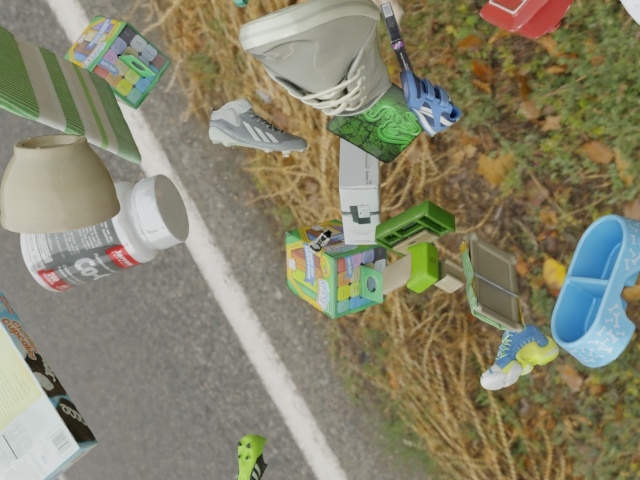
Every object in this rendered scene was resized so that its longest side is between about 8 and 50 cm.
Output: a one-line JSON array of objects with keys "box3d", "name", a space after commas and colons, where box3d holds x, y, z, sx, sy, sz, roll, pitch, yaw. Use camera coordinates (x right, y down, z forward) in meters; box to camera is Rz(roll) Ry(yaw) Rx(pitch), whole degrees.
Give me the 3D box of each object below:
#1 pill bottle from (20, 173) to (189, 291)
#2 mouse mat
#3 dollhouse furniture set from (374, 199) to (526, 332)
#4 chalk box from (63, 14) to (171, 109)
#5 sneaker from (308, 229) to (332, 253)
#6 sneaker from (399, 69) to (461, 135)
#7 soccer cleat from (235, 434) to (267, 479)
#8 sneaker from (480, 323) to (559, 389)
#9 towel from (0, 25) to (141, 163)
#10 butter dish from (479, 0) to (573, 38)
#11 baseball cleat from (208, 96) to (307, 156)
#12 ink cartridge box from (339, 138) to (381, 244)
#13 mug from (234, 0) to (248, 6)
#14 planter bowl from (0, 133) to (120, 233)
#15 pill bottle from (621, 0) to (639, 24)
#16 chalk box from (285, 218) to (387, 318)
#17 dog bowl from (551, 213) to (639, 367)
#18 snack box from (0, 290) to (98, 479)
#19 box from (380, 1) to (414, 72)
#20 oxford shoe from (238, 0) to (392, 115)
[{"box3d": [-0.407, -0.016, 1.562, 0.283, 0.161, 0.161, -18, 103, 12], "name": "pill bottle"}, {"box3d": [0.122, -0.236, 1.612, 0.152, 0.190, 0.007, -45, 43, 25], "name": "mouse mat"}, {"box3d": [0.271, 0.081, 1.718, 0.301, 0.197, 0.151, 28, 140, -30], "name": "dollhouse furniture set"}, {"box3d": [-0.413, -0.366, 1.691, 0.132, 0.132, 0.213, 40, 173, -39], "name": "chalk box"}, {"box3d": [0.000, 0.000, 1.897, 0.032, 0.083, 0.037, 38, 127, 2], "name": "sneaker"}, {"box3d": [0.161, -0.212, 1.214, 0.059, 0.144, 0.053, -18, 60, 24], "name": "sneaker"}, {"box3d": [-0.142, 0.483, 1.658, 0.060, 0.072, 0.179, 6, 85, 38], "name": "soccer cleat"}, {"box3d": [0.468, 0.278, 2.024, 0.126, 0.240, 0.091, 56, 148, 28], "name": "sneaker"}, {"box3d": [-0.466, -0.256, 1.366, 0.038, 0.325, 0.248, -46, 51, 19], "name": "towel"}, {"box3d": [0.407, -0.437, 1.534, 0.118, 0.160, 0.160, 38, -169, -30], "name": "butter dish"}, {"box3d": [-0.126, -0.233, 1.666, 0.206, 0.072, 0.109, 6, 105, 1], "name": "baseball cleat"}, {"box3d": [0.090, -0.109, 1.809, 0.087, 0.153, 0.208, -1, 144, 5], "name": "ink cartridge box"}, {"box3d": [-0.184, -0.675, 2.053, 0.157, 0.129, 0.097, 63, -178, 39], "name": "mug"}, {"box3d": [-0.366, -0.086, 1.130, 0.162, 0.162, 0.109, 17, 118, 45], "name": "planter bowl"}, {"box3d": [0.566, -0.421, 0.996, 0.229, 0.229, 0.408, 60, 146, 0], "name": "pill bottle"}, {"box3d": [0.058, 0.081, 2.166, 0.289, 0.179, 0.180, 28, 126, 50], "name": "chalk box"}, {"box3d": [0.527, 0.087, 1.537, 0.074, 0.297, 0.166, 23, 174, -18], "name": "dog bowl"}, {"box3d": [-0.535, 0.267, 1.378, 0.187, 0.060, 0.322, -40, 76, 12], "name": "snack box"}, {"box3d": [0.183, -0.465, 1.927, 0.162, 0.029, 0.116, 55, -161, -61], "name": "box"}, {"box3d": [0.014, -0.240, 1.115, 0.169, 0.449, 0.130, -11, 92, 12], "name": "oxford shoe"}]
